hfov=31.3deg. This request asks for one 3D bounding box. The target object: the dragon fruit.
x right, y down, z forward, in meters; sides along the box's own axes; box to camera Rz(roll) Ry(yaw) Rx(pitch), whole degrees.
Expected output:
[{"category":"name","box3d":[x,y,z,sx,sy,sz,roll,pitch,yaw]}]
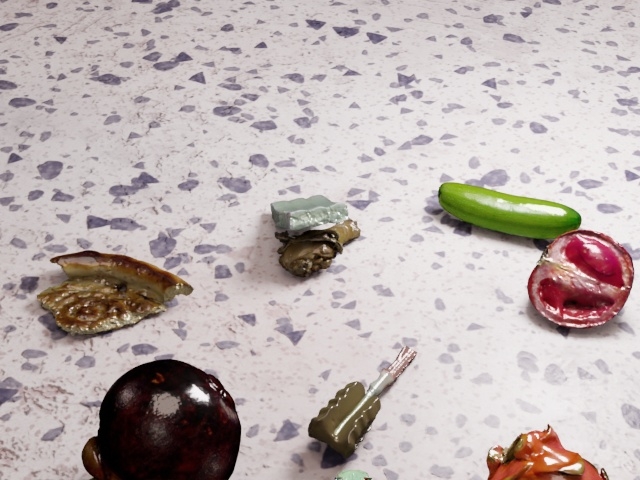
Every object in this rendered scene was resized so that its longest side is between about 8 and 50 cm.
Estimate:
[{"category":"dragon fruit","box3d":[0.313,0.388,1.587,0.224,0.224,0.227,-10,44,-15]}]

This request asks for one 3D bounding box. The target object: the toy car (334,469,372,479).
[{"category":"toy car","box3d":[0.049,0.390,1.711,0.059,0.035,0.122,1,29,-2]}]

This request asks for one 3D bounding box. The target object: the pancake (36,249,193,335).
[{"category":"pancake","box3d":[-0.385,0.077,2.080,0.257,0.056,0.212,-16,41,-22]}]

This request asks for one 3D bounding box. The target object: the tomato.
[{"category":"tomato","box3d":[0.476,0.078,2.091,0.173,0.099,0.189,34,86,15]}]

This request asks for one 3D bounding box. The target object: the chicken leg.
[{"category":"chicken leg","box3d":[0.004,0.002,2.179,0.196,0.081,0.125,-22,27,-26]}]

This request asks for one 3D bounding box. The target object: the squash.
[{"category":"squash","box3d":[0.368,-0.054,2.262,0.292,0.082,0.082,13,39,16]}]

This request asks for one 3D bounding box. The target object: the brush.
[{"category":"brush","box3d":[0.082,0.253,1.880,0.084,0.071,0.301,34,37,13]}]

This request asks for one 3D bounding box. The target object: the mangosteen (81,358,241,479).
[{"category":"mangosteen","box3d":[-0.244,0.300,1.679,0.265,0.228,0.228,-39,46,-2]}]

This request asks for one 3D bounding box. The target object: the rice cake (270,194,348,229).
[{"category":"rice cake","box3d":[-0.028,-0.053,2.193,0.127,0.043,0.237,-10,8,-8]}]
